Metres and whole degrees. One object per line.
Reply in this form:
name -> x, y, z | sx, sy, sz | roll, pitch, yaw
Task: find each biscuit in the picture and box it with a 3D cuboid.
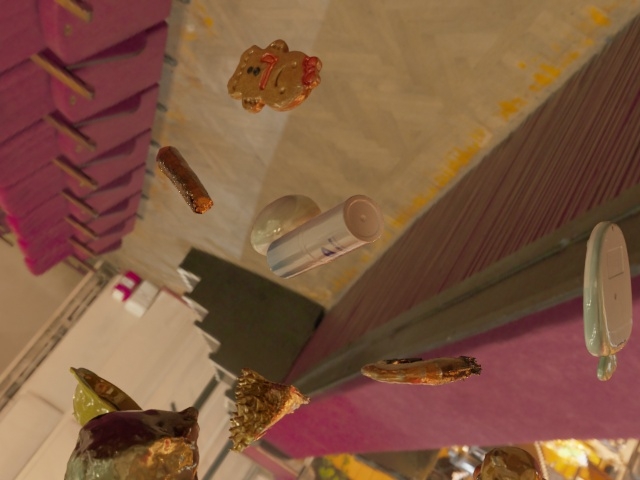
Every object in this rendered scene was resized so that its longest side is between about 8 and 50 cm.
biscuit -> -0.097, -0.330, 1.331 | 0.225, 0.166, 0.036 | 25, 176, 37

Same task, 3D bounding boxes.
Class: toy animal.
toy animal -> 0.468, 0.591, 1.546 | 0.169, 0.195, 0.281 | -24, 114, 43

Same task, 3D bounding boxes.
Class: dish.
dish -> -0.432, 0.338, 1.301 | 0.208, 0.080, 0.149 | 40, 173, -15

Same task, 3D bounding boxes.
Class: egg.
egg -> -0.090, -0.036, 1.722 | 0.151, 0.209, 0.151 | 47, 156, 28

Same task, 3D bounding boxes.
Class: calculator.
calculator -> 0.535, 0.112, 1.218 | 0.042, 0.184, 0.295 | 1, 97, 42

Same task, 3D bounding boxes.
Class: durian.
durian -> -0.142, 0.409, 1.531 | 0.185, 0.195, 0.305 | 32, 168, -1

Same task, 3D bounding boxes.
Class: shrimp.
shrimp -> 0.327, 0.409, 2.087 | 0.445, 0.085, 0.272 | 2, 176, -29

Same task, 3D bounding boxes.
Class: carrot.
carrot -> -0.336, -0.151, 1.611 | 0.260, 0.070, 0.070 | 48, 169, 39

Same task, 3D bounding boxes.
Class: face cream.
face cream -> 0.000, 0.000, 1.063 | 0.077, 0.077, 0.250 | 41, 149, -14

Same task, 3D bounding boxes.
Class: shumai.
shumai -> -0.285, 0.437, 1.059 | 0.324, 0.323, 0.397 | -3, 169, -12
